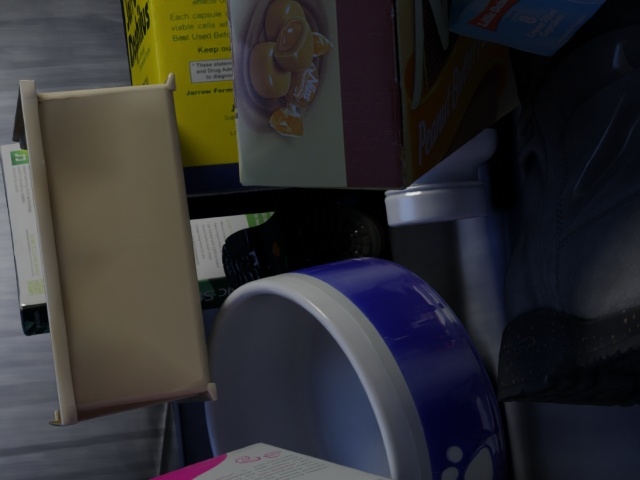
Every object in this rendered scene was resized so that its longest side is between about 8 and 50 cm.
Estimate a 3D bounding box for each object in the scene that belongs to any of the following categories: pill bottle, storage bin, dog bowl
[{"bbox_3d":[0.071,-0.097,1.031,0.094,0.094,0.169,168,96,-77],"label":"pill bottle"},{"bbox_3d":[-0.181,0.016,1.259,0.260,0.123,0.262,153,109,-75],"label":"storage bin"},{"bbox_3d":[0.020,0.149,1.157,0.265,0.104,0.265,26,122,50],"label":"dog bowl"}]

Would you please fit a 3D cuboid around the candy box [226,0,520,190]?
[{"bbox_3d":[0.046,-0.146,0.799,0.316,0.087,0.183,-34,-57,-66],"label":"candy box"}]

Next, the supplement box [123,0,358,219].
[{"bbox_3d":[-0.077,-0.209,1.395,0.194,0.195,0.356,153,110,-76],"label":"supplement box"}]

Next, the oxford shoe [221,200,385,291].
[{"bbox_3d":[0.000,0.000,1.422,0.227,0.096,0.083,-7,94,57],"label":"oxford shoe"}]

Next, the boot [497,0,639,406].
[{"bbox_3d":[0.157,-0.048,0.671,0.338,0.118,0.223,153,121,-68],"label":"boot"}]

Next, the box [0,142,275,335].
[{"bbox_3d":[-0.174,-0.024,1.626,0.058,0.322,0.232,93,165,-51],"label":"box"}]

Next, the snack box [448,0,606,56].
[{"bbox_3d":[0.139,-0.225,0.596,0.322,0.060,0.187,131,151,-67],"label":"snack box"}]

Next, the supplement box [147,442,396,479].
[{"bbox_3d":[-0.022,0.221,1.048,0.220,0.111,0.114,6,107,56],"label":"supplement box"}]
